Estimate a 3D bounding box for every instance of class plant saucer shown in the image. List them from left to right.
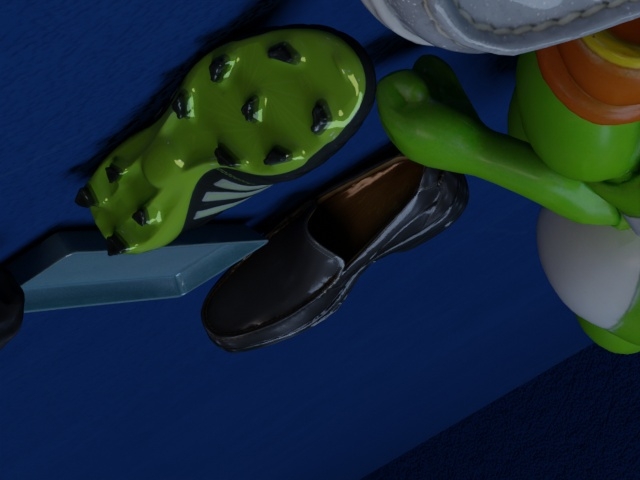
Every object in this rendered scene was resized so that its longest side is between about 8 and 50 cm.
[{"bbox_3d":[-0.099,0.012,0.971,0.067,0.018,0.192,-32,169,24],"label":"plant saucer"}]

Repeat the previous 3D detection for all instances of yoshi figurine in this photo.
[{"bbox_3d":[0.144,-0.074,0.873,0.362,0.203,0.203,81,32,-64],"label":"yoshi figurine"}]

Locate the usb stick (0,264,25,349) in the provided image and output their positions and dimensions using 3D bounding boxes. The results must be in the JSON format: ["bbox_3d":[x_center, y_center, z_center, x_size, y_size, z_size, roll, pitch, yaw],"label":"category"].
[{"bbox_3d":[-0.219,0.079,0.927,0.077,0.045,0.278,-14,164,-34],"label":"usb stick"}]

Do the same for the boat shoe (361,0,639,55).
[{"bbox_3d":[0.153,-0.140,0.505,0.320,0.103,0.118,-25,125,-4],"label":"boat shoe"}]

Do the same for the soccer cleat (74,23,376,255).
[{"bbox_3d":[-0.032,-0.046,0.778,0.072,0.060,0.179,-29,180,-44],"label":"soccer cleat"}]

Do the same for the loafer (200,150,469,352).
[{"bbox_3d":[0.000,0.000,1.051,0.170,0.062,0.061,-38,159,6],"label":"loafer"}]
